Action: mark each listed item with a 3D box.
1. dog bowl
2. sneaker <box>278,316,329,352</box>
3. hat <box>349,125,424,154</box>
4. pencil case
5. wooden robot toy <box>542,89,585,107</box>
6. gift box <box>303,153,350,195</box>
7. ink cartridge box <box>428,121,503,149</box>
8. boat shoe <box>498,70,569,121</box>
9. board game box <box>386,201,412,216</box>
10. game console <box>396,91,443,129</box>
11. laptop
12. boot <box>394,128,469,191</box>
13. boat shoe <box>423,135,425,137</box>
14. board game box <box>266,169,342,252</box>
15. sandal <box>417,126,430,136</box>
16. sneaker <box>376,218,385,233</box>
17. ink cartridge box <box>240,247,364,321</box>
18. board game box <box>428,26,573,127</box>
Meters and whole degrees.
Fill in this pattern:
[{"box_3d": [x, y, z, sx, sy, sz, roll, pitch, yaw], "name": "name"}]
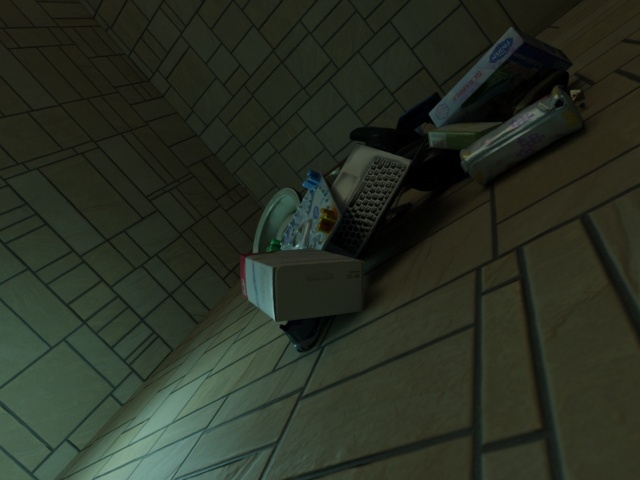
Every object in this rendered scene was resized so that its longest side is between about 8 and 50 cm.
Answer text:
[{"box_3d": [-0.131, -0.011, 1.775, 0.408, 0.151, 0.407, -34, 48, 47], "name": "dog bowl"}, {"box_3d": [-0.033, 0.186, 1.089, 0.083, 0.098, 0.223, -36, 10, 27], "name": "sneaker"}, {"box_3d": [0.285, -0.388, 1.806, 0.331, 0.332, 0.133, -167, 83, -79], "name": "hat"}, {"box_3d": [0.475, -0.244, 1.003, 0.273, 0.113, 0.124, -34, -3, 39], "name": "pencil case"}, {"box_3d": [0.597, -0.332, 1.087, 0.079, 0.076, 0.173, -53, 10, -8], "name": "wooden robot toy"}, {"box_3d": [0.105, -0.201, 1.890, 0.276, 0.258, 0.255, -34, 11, 38], "name": "gift box"}, {"box_3d": [0.460, -0.319, 1.219, 0.235, 0.056, 0.171, -25, 26, -25], "name": "ink cartridge box"}, {"box_3d": [0.621, -0.430, 1.223, 0.258, 0.095, 0.095, -35, 44, -22], "name": "boat shoe"}, {"box_3d": [0.256, -0.103, 1.449, 0.090, 0.020, 0.090, -22, 0, -29], "name": "board game box"}, {"box_3d": [0.461, -0.468, 1.720, 0.250, 0.173, 0.293, -33, -5, 5], "name": "game console"}, {"box_3d": [0.108, -0.140, 1.265, 0.408, 0.236, 0.381, 30, 89, 41], "name": "laptop"}, {"box_3d": [0.371, -0.257, 1.496, 0.367, 0.146, 0.445, -38, 13, 27], "name": "boot"}, {"box_3d": [0.425, -0.361, 1.914, 0.118, 0.103, 0.320, -11, 32, 40], "name": "boat shoe"}, {"box_3d": [-0.077, -0.012, 1.426, 0.389, 0.050, 0.389, -59, 23, 22], "name": "board game box"}, {"box_3d": [0.460, -0.477, 2.117, 0.317, 0.138, 0.126, -47, 1, -34], "name": "sandal"}, {"box_3d": [0.176, -0.066, 1.560, 0.290, 0.106, 0.123, -75, 1, -62], "name": "sneaker"}, {"box_3d": [-0.060, 0.099, 1.060, 0.226, 0.131, 0.306, -3, 6, -23], "name": "ink cartridge box"}, {"box_3d": [0.546, -0.460, 1.274, 0.319, 0.065, 0.318, -6, -27, -38], "name": "board game box"}]
